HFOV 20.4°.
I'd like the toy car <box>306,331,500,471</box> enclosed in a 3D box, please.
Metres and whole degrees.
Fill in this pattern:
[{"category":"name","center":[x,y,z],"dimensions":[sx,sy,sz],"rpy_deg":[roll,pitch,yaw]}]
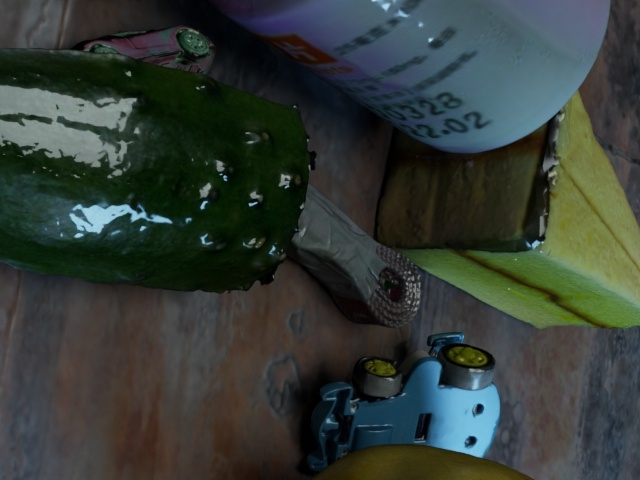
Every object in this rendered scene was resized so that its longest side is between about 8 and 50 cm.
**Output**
[{"category":"toy car","center":[0.058,0.137,1.438],"dimensions":[0.161,0.098,0.126],"rpy_deg":[0,113,-20]}]

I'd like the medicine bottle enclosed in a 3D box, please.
[{"category":"medicine bottle","center":[0.028,-0.227,1.301],"dimensions":[0.388,0.219,0.219],"rpy_deg":[27,68,-45]}]

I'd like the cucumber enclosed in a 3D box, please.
[{"category":"cucumber","center":[-0.142,-0.042,1.165],"dimensions":[0.325,0.145,0.105],"rpy_deg":[14,46,-44]}]

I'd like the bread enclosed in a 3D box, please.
[{"category":"bread","center":[0.189,-0.032,1.526],"dimensions":[0.264,0.167,0.163],"rpy_deg":[27,68,-48]}]

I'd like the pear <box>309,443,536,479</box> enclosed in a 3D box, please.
[{"category":"pear","center":[0.086,0.302,1.288],"dimensions":[0.314,0.314,0.314],"rpy_deg":[3,86,-49]}]

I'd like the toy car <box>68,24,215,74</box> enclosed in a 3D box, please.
[{"category":"toy car","center":[-0.135,-0.117,1.233],"dimensions":[0.142,0.069,0.055],"rpy_deg":[-18,63,-48]}]

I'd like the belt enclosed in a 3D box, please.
[{"category":"belt","center":[0.000,0.000,1.386],"dimensions":[0.232,0.053,0.071],"rpy_deg":[43,59,-39]}]
